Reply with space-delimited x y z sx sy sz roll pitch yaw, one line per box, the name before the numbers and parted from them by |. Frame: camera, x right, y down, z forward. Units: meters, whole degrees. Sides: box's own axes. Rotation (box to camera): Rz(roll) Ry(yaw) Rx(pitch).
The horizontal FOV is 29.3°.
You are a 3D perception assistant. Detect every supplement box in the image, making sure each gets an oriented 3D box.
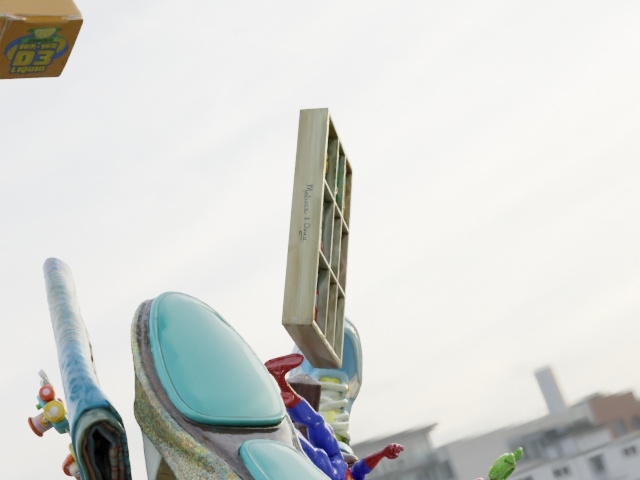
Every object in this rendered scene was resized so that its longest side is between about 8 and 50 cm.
supplement box | -0.291 -0.243 1.059 0.078 0.233 0.080 -8 -38 -40

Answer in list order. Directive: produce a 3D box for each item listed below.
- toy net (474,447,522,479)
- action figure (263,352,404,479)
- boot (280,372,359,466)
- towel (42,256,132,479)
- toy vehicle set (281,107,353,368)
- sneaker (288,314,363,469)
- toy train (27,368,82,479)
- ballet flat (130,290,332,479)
toy net | 0.115 0.294 1.124 0.232 0.045 0.122 -38 -28 -22
action figure | 0.040 0.250 1.381 0.139 0.091 0.280 -7 -51 22
boot | -0.001 0.223 1.518 0.106 0.114 0.037 2 0 10
towel | -0.187 0.189 1.080 0.040 0.271 0.370 -15 21 -11
toy vehicle set | 0.000 0.000 1.441 0.035 0.267 0.166 -1 -22 13
sneaker | 0.015 0.283 1.873 0.127 0.319 0.208 7 13 -15
toy train | -0.304 0.238 1.457 0.046 0.166 0.125 -33 17 -12
ballet flat | -0.064 0.168 0.871 0.123 0.348 0.123 -18 -51 -24
